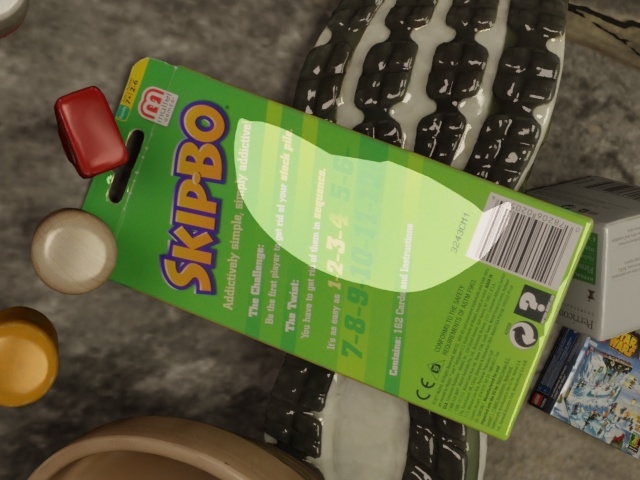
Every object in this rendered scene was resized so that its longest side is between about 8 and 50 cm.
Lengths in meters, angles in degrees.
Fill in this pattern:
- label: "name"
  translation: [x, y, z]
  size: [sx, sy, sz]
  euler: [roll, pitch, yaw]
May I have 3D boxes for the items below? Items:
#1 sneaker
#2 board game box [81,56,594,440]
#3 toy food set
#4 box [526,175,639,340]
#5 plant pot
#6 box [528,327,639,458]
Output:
- label: "sneaker"
  translation: [0.072, -0.002, 0.663]
  size: [0.182, 0.158, 0.410]
  euler: [2, 102, -67]
- label: "board game box"
  translation: [0.000, 0.000, 0.553]
  size: [0.260, 0.039, 0.124]
  euler: [21, 94, 6]
- label: "toy food set"
  translation: [-0.160, -0.047, 0.500]
  size: [0.111, 0.104, 0.232]
  euler: [-26, 99, -13]
- label: "box"
  translation: [0.203, 0.009, 0.748]
  size: [0.102, 0.101, 0.087]
  euler: [-14, 111, -30]
- label: "plant pot"
  translation: [-0.050, 0.195, 0.571]
  size: [0.110, 0.237, 0.237]
  euler: [-32, 124, -59]
- label: "box"
  translation: [0.240, 0.118, 0.850]
  size: [0.137, 0.027, 0.094]
  euler: [30, 86, -37]
